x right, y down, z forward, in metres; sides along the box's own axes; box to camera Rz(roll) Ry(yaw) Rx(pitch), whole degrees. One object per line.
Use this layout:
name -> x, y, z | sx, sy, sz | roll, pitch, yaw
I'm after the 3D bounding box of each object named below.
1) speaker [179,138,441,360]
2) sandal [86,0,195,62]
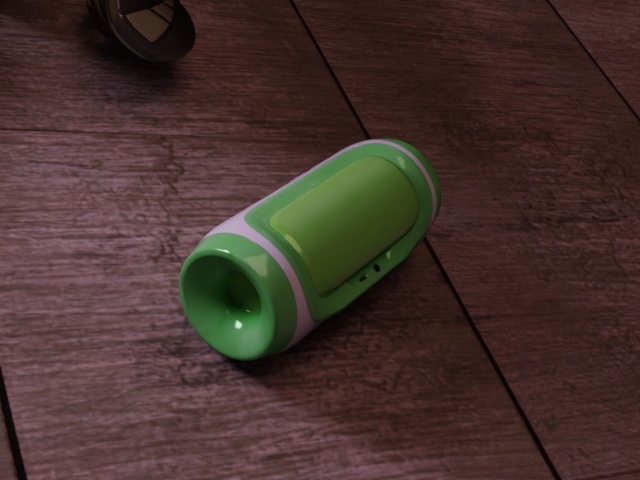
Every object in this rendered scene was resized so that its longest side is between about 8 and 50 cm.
speaker -> 0.000, 0.000, 1.104 | 0.131, 0.131, 0.296 | 39, 40, 14
sandal -> -0.213, -0.267, 1.308 | 0.120, 0.086, 0.303 | 47, 11, -28
